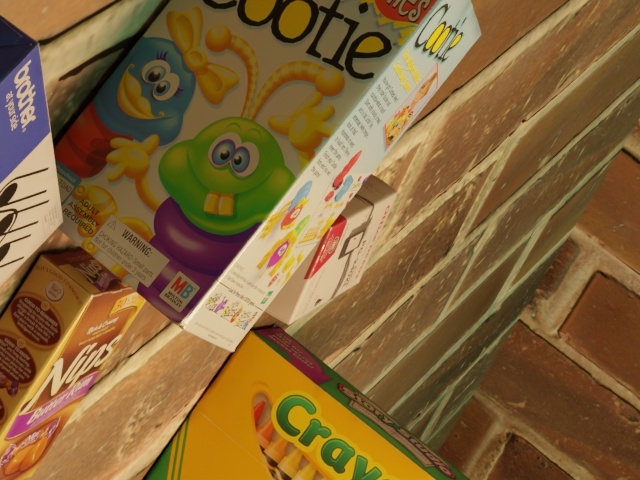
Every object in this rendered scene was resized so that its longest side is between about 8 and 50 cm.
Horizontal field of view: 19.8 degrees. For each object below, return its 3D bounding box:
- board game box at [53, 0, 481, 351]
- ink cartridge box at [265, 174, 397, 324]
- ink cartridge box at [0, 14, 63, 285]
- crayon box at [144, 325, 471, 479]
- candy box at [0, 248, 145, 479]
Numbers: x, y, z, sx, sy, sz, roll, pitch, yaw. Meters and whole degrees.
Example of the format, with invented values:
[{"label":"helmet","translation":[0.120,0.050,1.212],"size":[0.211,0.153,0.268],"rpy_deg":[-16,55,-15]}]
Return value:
[{"label":"board game box","translation":[-0.040,-0.084,1.182],"size":[0.275,0.142,0.144],"rpy_deg":[-52,167,-2]},{"label":"ink cartridge box","translation":[0.000,0.000,1.697],"size":[0.150,0.063,0.109],"rpy_deg":[-28,145,-59]},{"label":"ink cartridge box","translation":[-0.194,-0.035,1.001],"size":[0.097,0.046,0.207],"rpy_deg":[-48,166,-22]},{"label":"crayon box","translation":[-0.008,0.320,1.870],"size":[0.313,0.363,0.106],"rpy_deg":[-55,166,12]},{"label":"candy box","translation":[-0.202,0.093,1.298],"size":[0.187,0.053,0.109],"rpy_deg":[-57,165,15]}]
